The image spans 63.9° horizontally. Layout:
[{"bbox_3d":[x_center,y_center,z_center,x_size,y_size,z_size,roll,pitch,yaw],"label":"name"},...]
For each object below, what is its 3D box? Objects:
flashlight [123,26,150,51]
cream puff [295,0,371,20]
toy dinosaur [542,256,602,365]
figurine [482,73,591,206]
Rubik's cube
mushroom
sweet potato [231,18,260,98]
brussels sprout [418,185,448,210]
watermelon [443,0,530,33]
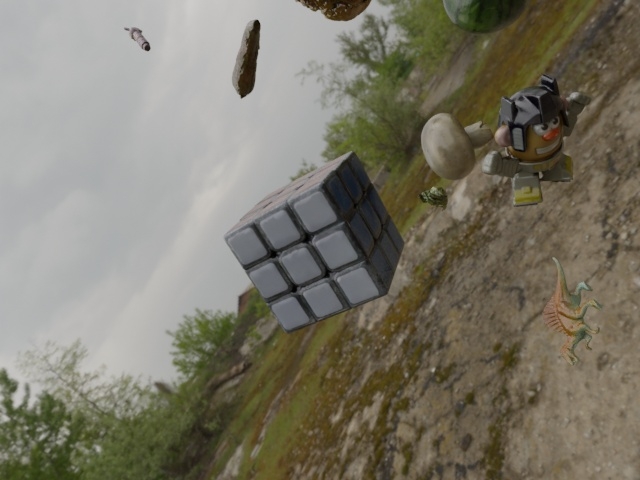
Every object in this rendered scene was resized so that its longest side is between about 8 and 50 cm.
[{"bbox_3d":[-0.490,-0.544,1.387,0.052,0.110,0.031,-11,-39,-42],"label":"flashlight"},{"bbox_3d":[0.025,-0.854,1.610,0.231,0.326,0.343,-69,-34,-53],"label":"cream puff"},{"bbox_3d":[0.562,0.160,1.174,0.057,0.212,0.142,7,-46,-41],"label":"toy dinosaur"},{"bbox_3d":[0.488,-0.232,1.176,0.143,0.308,0.309,21,74,44],"label":"figurine"},{"bbox_3d":[0.000,0.000,1.279,0.303,0.301,0.305,-24,14,27],"label":"Rubik's cube"},{"bbox_3d":[0.398,-0.281,1.487,0.204,0.204,0.204,-57,1,2],"label":"mushroom"},{"bbox_3d":[-0.222,-0.561,1.574,0.075,0.075,0.273,-58,-5,-42],"label":"sweet potato"},{"bbox_3d":[0.302,-0.114,1.351,0.085,0.085,0.058,-60,-14,-70],"label":"brussels sprout"},{"bbox_3d":[0.354,-0.544,1.080,0.188,0.188,0.215,-58,-17,-10],"label":"watermelon"}]
